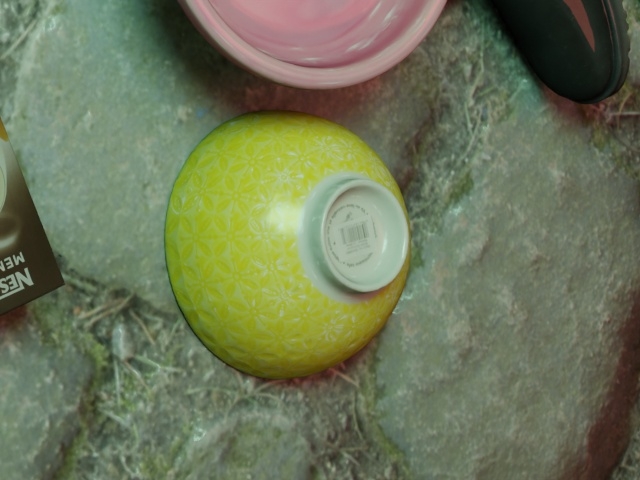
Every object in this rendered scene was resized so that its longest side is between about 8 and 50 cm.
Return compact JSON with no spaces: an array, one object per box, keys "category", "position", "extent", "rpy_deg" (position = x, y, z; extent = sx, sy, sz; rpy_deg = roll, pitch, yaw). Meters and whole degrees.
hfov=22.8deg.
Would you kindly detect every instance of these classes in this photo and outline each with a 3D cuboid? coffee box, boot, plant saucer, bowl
[{"category":"coffee box","position":[-0.346,-0.045,1.420],"extent":[0.141,0.098,0.246],"rpy_deg":[-28,103,-35]},{"category":"boot","position":[0.124,-0.276,1.765],"extent":[0.445,0.146,0.367],"rpy_deg":[-23,93,-39]},{"category":"plant saucer","position":[-0.018,-0.313,1.557],"extent":[0.332,0.084,0.332],"rpy_deg":[-2,94,-30]},{"category":"bowl","position":[0.000,0.000,1.647],"extent":[0.289,0.156,0.289],"rpy_deg":[3,85,-38]}]
